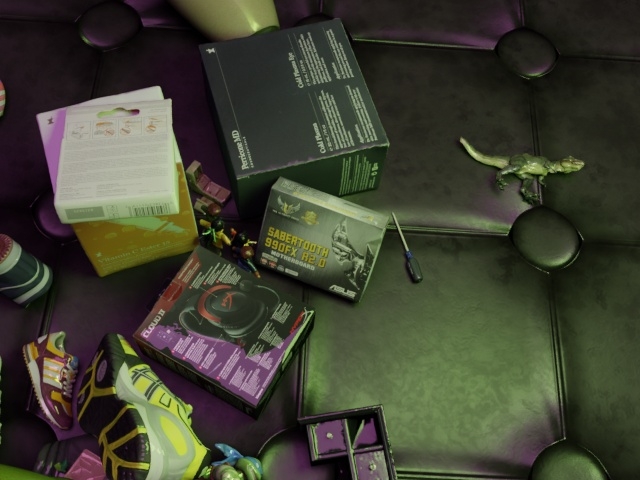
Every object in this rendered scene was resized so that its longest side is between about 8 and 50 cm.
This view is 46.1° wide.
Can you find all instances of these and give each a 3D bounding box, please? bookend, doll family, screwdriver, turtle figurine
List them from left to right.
[{"bbox_3d":[-0.166,0.467,1.201,0.266,0.197,0.274,-26,64,-29],"label":"turtle figurine"},{"bbox_3d":[-0.179,0.005,1.480,0.193,0.111,0.076,35,54,12],"label":"doll family"},{"bbox_3d":[0.046,0.385,1.335,0.157,0.072,0.156,-7,65,-6],"label":"bookend"},{"bbox_3d":[0.177,0.010,1.552,0.024,0.025,0.169,-13,66,-9],"label":"screwdriver"}]

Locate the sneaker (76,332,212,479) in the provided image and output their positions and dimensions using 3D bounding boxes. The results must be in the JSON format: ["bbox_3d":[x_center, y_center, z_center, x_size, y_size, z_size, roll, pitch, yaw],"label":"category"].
[{"bbox_3d":[-0.309,0.294,1.280,0.145,0.147,0.384,-61,35,12],"label":"sneaker"}]

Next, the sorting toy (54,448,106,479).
[{"bbox_3d":[-0.397,0.380,1.248,0.083,0.012,0.062,28,60,9],"label":"sorting toy"}]

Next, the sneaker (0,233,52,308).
[{"bbox_3d":[-0.641,0.051,1.458,0.282,0.153,0.099,7,62,34],"label":"sneaker"}]

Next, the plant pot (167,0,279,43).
[{"bbox_3d":[-0.218,-0.561,1.706,0.256,0.256,0.274,-32,85,-17],"label":"plant pot"}]

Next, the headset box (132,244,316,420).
[{"bbox_3d":[-0.188,0.163,1.409,0.293,0.110,0.218,27,65,10],"label":"headset box"}]

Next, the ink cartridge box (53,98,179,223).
[{"bbox_3d":[-0.323,-0.130,1.207,0.181,0.056,0.224,-6,49,-6],"label":"ink cartridge box"}]

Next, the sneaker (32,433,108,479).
[{"bbox_3d":[-0.418,0.466,1.258,0.147,0.104,0.295,-4,58,-3],"label":"sneaker"}]

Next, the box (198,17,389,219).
[{"bbox_3d":[-0.064,-0.259,1.585,0.313,0.179,0.343,-13,65,-10],"label":"box"}]

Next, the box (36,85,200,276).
[{"bbox_3d":[-0.360,-0.097,1.396,0.215,0.345,0.168,-16,66,-10],"label":"box"}]

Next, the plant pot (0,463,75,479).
[{"bbox_3d":[-0.480,0.461,1.034,0.367,0.353,0.366,-4,77,19],"label":"plant pot"}]

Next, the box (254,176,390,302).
[{"bbox_3d":[0.000,0.000,1.461,0.231,0.183,0.056,21,34,6],"label":"box"}]

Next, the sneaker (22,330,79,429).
[{"bbox_3d":[-0.476,0.252,1.372,0.084,0.069,0.185,-27,69,-9],"label":"sneaker"}]

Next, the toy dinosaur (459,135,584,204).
[{"bbox_3d":[0.428,-0.150,1.628,0.268,0.064,0.118,11,57,5],"label":"toy dinosaur"}]

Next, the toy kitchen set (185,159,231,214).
[{"bbox_3d":[-0.241,-0.104,1.556,0.083,0.075,0.068,28,67,15],"label":"toy kitchen set"}]

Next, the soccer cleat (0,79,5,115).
[{"bbox_3d":[-0.742,-0.264,1.595,0.083,0.095,0.248,12,64,3],"label":"soccer cleat"}]
